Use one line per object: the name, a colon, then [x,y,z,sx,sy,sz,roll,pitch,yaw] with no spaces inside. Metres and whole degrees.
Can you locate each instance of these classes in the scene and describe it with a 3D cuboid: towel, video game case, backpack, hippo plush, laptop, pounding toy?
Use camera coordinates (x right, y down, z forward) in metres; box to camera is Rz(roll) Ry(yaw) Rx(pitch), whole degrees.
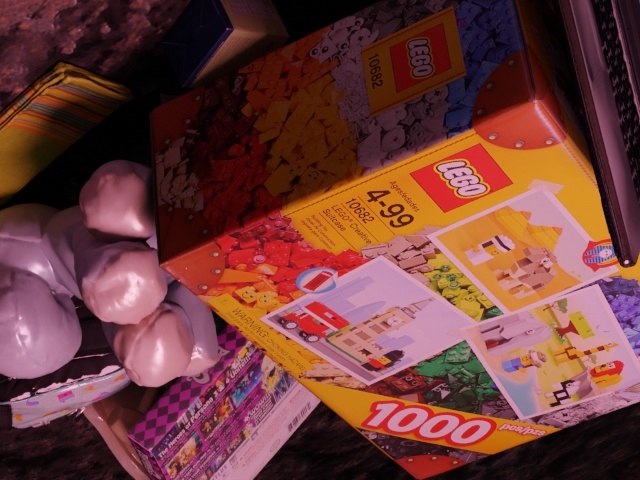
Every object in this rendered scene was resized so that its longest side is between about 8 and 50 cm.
towel: [-0.289,-0.082,1.685,0.237,0.021,0.102,-37,151,23]
video game case: [-0.097,0.189,1.926,0.232,0.042,0.210,-48,148,-22]
backpack: [-0.279,0.104,1.872,0.188,0.166,0.144,-18,155,-7]
hippo plush: [-0.241,0.010,1.693,0.237,0.294,0.234,-9,158,14]
laptop: [0.340,-0.231,1.506,0.236,0.382,0.408,-12,-168,18]
pounding toy: [-0.166,0.169,1.996,0.155,0.269,0.154,-34,116,17]

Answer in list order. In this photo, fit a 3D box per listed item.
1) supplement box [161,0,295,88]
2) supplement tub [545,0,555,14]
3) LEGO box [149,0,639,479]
supplement box: [-0.085,-0.185,1.636,0.083,0.056,0.083,1,144,-42]
supplement tub: [0.163,-0.219,1.694,0.144,0.144,0.199,-6,148,-34]
LEGO box: [0.129,0.000,1.697,0.372,0.193,0.500,-23,141,21]
